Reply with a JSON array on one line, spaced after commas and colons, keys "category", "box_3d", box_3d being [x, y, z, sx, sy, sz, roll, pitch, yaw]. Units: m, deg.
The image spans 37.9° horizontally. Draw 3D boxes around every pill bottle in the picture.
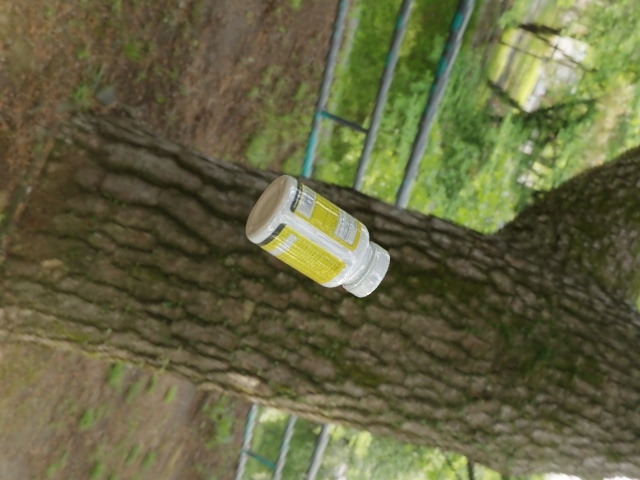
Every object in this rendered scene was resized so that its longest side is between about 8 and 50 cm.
[{"category": "pill bottle", "box_3d": [0.000, 0.000, 0.793, 0.065, 0.116, 0.065, -46, -157, 26]}]
